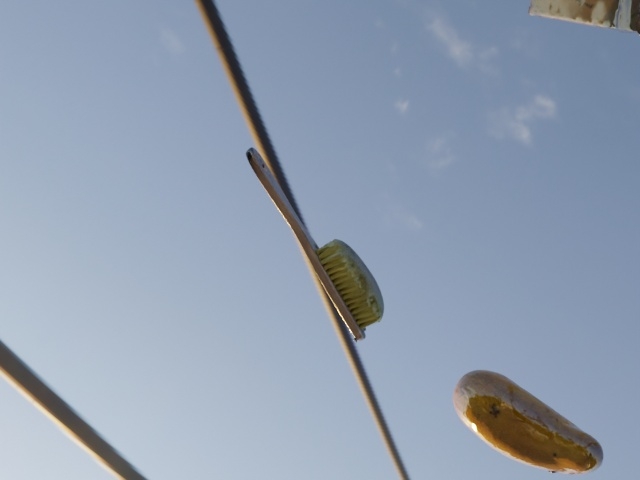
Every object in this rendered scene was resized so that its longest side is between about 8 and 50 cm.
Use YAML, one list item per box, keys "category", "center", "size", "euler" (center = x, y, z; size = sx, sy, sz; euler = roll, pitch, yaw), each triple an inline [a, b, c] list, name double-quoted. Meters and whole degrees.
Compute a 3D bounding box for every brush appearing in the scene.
- category: "brush"
  center: [0.001, -0.001, 1.096]
  size: [0.067, 0.072, 0.312]
  euler: [-31, -67, 4]

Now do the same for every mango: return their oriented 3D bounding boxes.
- category: "mango"
  center: [0.364, 0.337, 1.490]
  size: [0.295, 0.120, 0.177]
  euler: [34, -1, 38]

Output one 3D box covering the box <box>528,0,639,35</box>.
- category: "box"
  center: [0.364, -0.372, 0.845]
  size: [0.190, 0.225, 0.297]
  euler: [-138, -136, -57]
